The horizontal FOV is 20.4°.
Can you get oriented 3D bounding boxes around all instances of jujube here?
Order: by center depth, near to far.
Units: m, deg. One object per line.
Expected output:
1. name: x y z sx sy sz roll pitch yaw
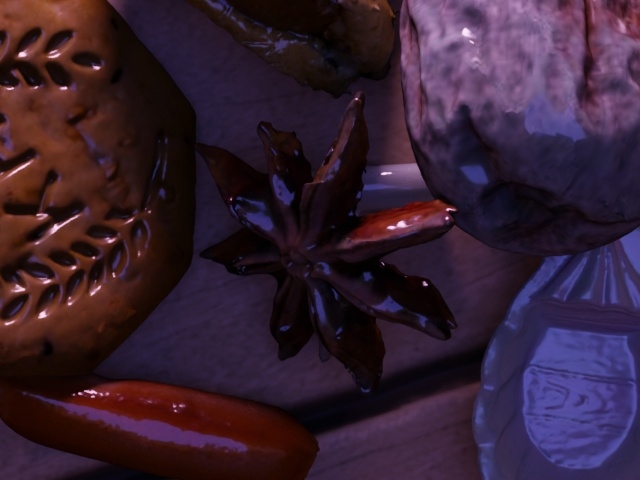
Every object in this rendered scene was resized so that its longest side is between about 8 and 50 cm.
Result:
1. jujube: 0.181 -0.150 1.502 0.246 0.215 0.308 19 61 -24

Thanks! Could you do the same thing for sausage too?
1. sausage: -0.150 0.165 1.563 0.300 0.089 0.083 12 101 -5

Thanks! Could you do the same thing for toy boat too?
1. toy boat: 0.232 0.124 1.589 0.199 0.100 0.290 8 92 -6

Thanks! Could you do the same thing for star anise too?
1. star anise: 0.000 -0.001 1.503 0.288 0.288 0.088 52 44 -5

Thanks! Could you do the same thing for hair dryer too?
1. hair dryer: 0.032 0.024 1.601 0.155 0.044 0.183 -5 98 -2

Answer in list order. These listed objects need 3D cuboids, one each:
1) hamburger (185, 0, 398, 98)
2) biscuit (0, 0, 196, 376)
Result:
1. hamburger: -0.055 -0.236 1.496 0.309 0.211 0.132 37 94 -7
2. biscuit: -0.257 -0.052 1.493 0.359 0.046 0.359 0 91 -28
